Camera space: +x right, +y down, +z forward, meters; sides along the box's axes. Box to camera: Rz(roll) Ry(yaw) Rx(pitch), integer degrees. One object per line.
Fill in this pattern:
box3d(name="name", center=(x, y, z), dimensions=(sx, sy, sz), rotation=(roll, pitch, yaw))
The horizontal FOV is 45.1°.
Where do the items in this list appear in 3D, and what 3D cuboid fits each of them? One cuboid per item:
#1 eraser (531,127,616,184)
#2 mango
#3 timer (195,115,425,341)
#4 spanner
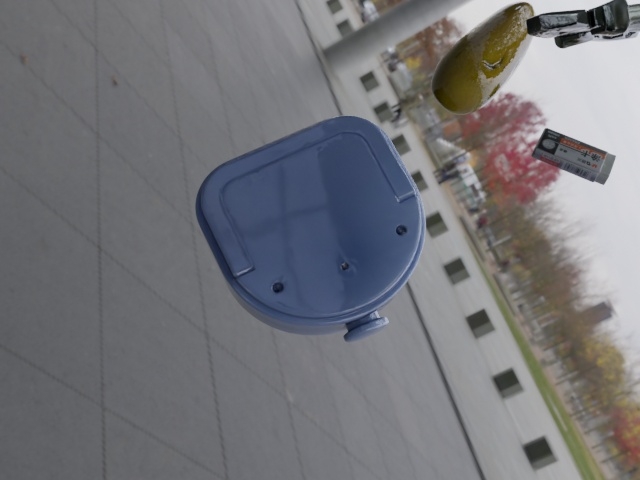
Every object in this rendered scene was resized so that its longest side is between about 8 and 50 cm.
box3d(name="eraser", center=(0.402, -0.134, 1.225), dimensions=(0.052, 0.122, 0.029), rotation=(-59, 166, -31))
box3d(name="mango", center=(0.250, -0.273, 1.152), dimensions=(0.098, 0.195, 0.137), rotation=(45, 10, 8))
box3d(name="timer", center=(0.000, 0.000, 1.348), dimensions=(0.173, 0.395, 0.394), rotation=(106, -40, -73))
box3d(name="spanner", center=(0.339, -0.259, 0.921), dimensions=(0.325, 0.096, 0.040), rotation=(-16, 97, -43))
